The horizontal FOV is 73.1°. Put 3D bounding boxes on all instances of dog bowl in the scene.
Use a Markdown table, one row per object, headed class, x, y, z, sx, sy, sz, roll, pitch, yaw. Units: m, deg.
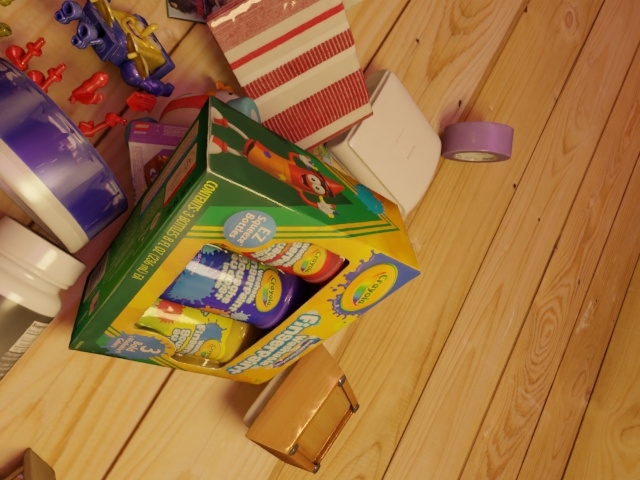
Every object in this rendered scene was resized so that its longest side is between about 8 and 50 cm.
| class | x | y | z | sx | sy | sz | roll | pitch | yaw |
| --- | --- | --- | --- | --- | --- | --- | --- | --- | --- |
| dog bowl | -0.406 | -0.112 | 0.609 | 0.104 | 0.265 | 0.264 | -46 | 117 | -25 |

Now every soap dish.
| class | x | y | z | sx | sy | sz | roll | pitch | yaw |
| --- | --- | --- | --- | --- | --- | --- | --- | --- | --- |
| soap dish | -0.025 | 0.371 | 0.936 | 0.229 | 0.118 | 0.290 | -50 | 149 | -22 |

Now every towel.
| class | x | y | z | sx | sy | sz | roll | pitch | yaw |
| --- | --- | --- | --- | --- | --- | --- | --- | --- | --- |
| towel | -0.039 | -0.328 | 0.836 | 0.237 | 0.037 | 0.329 | -29 | 136 | -1 |

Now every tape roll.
| class | x | y | z | sx | sy | sz | roll | pitch | yaw |
| --- | --- | --- | --- | --- | --- | --- | --- | --- | --- |
| tape roll | 0.446 | -0.277 | 1.231 | 0.189 | 0.189 | 0.080 | 3 | 93 | -35 |

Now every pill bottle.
| class | x | y | z | sx | sy | sz | roll | pitch | yaw |
| --- | --- | --- | --- | --- | --- | --- | --- | --- | --- |
| pill bottle | -0.497 | 0.112 | 0.627 | 0.161 | 0.161 | 0.283 | 44 | 70 | -29 |

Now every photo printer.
| class | x | y | z | sx | sy | sz | roll | pitch | yaw |
| --- | --- | --- | --- | --- | --- | --- | --- | --- | --- |
| photo printer | 0.180 | -0.227 | 1.092 | 0.307 | 0.107 | 0.256 | 43 | 68 | -33 |

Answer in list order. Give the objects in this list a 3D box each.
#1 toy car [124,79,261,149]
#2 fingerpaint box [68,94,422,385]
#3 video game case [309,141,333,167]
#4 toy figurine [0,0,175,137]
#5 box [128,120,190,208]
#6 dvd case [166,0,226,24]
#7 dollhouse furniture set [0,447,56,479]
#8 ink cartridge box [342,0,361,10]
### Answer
| class | x | y | z | sx | sy | sz | roll | pitch | yaw |
| --- | --- | --- | --- | --- | --- | --- | --- | --- | --- |
| toy car | -0.196 | -0.221 | 0.805 | 0.210 | 0.219 | 0.237 | 65 | 21 | -53 |
| fingerpaint box | -0.131 | 0.058 | 0.713 | 0.371 | 0.445 | 0.163 | 25 | 38 | -34 |
| video game case | -0.057 | -0.210 | 0.989 | 0.193 | 0.023 | 0.212 | -14 | 102 | -33 |
| toy figurine | -0.363 | -0.334 | 0.719 | 0.362 | 0.191 | 0.217 | 55 | 19 | 1 |
| box | -0.206 | -0.056 | 0.736 | 0.201 | 0.293 | 0.057 | 3 | 48 | -17 |
| dvd case | -0.242 | -0.472 | 0.845 | 0.120 | 0.013 | 0.087 | -7 | 98 | -35 |
| dollhouse furniture set | -0.549 | 0.474 | 0.565 | 0.362 | 0.256 | 0.394 | -38 | 114 | -26 |
| ink cartridge box | 0.072 | -0.626 | 0.883 | 0.166 | 0.285 | 0.395 | 47 | 68 | -26 |
